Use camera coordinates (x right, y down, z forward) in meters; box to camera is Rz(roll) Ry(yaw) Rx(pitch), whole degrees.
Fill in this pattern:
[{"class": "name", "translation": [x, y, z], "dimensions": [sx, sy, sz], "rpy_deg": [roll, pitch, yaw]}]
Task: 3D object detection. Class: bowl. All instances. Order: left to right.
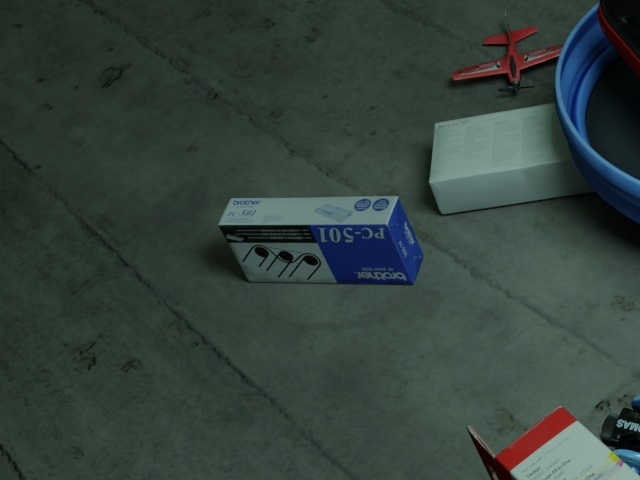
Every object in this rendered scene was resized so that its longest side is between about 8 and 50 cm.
[{"class": "bowl", "translation": [0.437, -0.142, 1.503], "dimensions": [0.391, 0.077, 0.391], "rpy_deg": [-5, 47, 5]}]

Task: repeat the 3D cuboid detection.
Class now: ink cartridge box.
[{"class": "ink cartridge box", "translation": [0.000, 0.000, 1.614], "dimensions": [0.207, 0.097, 0.046], "rpy_deg": [0, 47, 27]}, {"class": "ink cartridge box", "translation": [0.229, 0.234, 1.228], "dimensions": [0.078, 0.134, 0.231], "rpy_deg": [-36, 43, -10]}]

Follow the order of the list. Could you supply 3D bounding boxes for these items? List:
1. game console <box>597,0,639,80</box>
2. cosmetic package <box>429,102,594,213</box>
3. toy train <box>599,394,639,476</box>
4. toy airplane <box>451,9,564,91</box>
[{"class": "game console", "translation": [0.500, -0.212, 1.381], "dimensions": [0.387, 0.060, 0.342], "rpy_deg": [-32, 51, 5]}, {"class": "cosmetic package", "translation": [0.244, -0.096, 1.618], "dimensions": [0.239, 0.060, 0.098], "rpy_deg": [-8, 47, 19]}, {"class": "toy train", "translation": [0.328, 0.190, 1.246], "dimensions": [0.184, 0.105, 0.080], "rpy_deg": [10, 62, 35]}, {"class": "toy airplane", "translation": [0.230, -0.225, 1.783], "dimensions": [0.151, 0.028, 0.151], "rpy_deg": [-13, 42, 12]}]
